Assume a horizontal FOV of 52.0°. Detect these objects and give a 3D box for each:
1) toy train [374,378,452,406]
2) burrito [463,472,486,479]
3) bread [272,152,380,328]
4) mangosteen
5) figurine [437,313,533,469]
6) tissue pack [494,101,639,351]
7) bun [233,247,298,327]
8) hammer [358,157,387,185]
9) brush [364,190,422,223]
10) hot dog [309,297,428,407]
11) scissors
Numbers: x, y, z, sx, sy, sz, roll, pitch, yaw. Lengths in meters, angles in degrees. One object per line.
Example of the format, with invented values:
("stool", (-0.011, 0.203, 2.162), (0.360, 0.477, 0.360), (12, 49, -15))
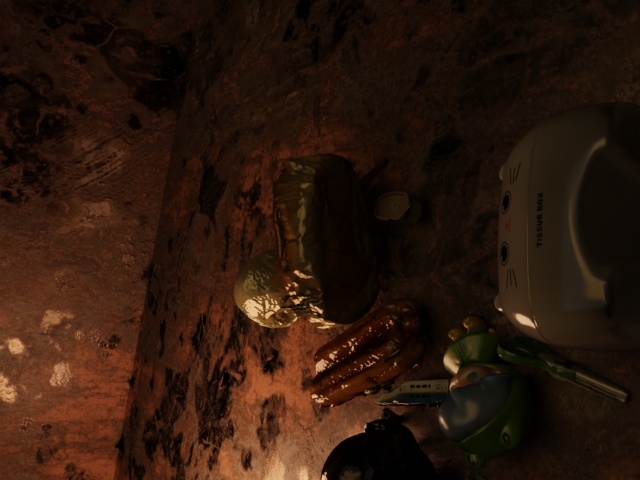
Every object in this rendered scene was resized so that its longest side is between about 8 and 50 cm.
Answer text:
("toy train", (0.188, 0.306, 1.309), (0.234, 0.052, 0.051), (-19, 62, 54))
("burrito", (0.287, 0.458, 1.121), (0.118, 0.044, 0.074), (21, 95, 61))
("bread", (0.011, 0.002, 1.477), (0.183, 0.236, 0.389), (-12, 78, 54))
("mangosteen", (0.124, 0.449, 1.256), (0.231, 0.231, 0.289), (-55, -1, 32))
("figurine", (0.275, 0.250, 1.125), (0.162, 0.143, 0.263), (-43, 30, 34))
("tissue pack", (0.381, -0.010, 0.939), (0.236, 0.229, 0.333), (-15, 67, 61))
("bun", (-0.096, 0.129, 1.668), (0.244, 0.243, 0.153), (-55, 50, 33))
("hammer", (0.100, -0.143, 1.597), (0.182, 0.017, 0.062), (-41, 24, 36))
("brush", (0.144, -0.070, 1.492), (0.072, 0.067, 0.313), (-67, 21, -4))
("hot dog", (0.104, 0.252, 1.393), (0.349, 0.117, 0.158), (-42, 31, 42))
("scissors", (0.379, 0.202, 1.028), (0.204, 0.101, 0.027), (24, 112, 44))
